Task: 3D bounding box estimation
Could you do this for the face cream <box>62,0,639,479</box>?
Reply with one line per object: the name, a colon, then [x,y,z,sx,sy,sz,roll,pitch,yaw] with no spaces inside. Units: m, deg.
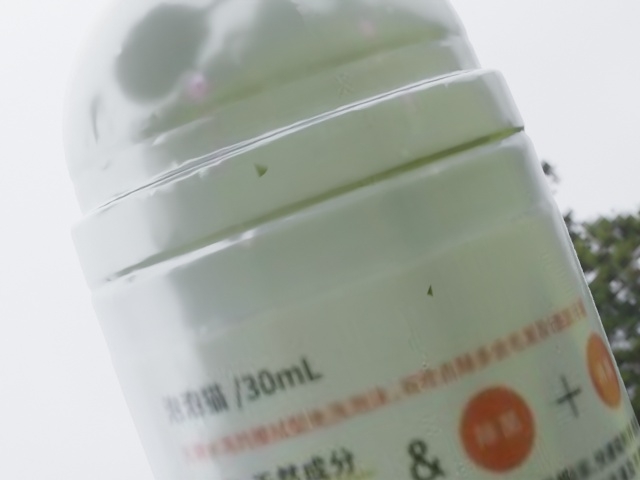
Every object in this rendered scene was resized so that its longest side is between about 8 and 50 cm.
face cream: [0.000,0.000,0.413,0.145,0.369,0.145,-20,-1,0]
